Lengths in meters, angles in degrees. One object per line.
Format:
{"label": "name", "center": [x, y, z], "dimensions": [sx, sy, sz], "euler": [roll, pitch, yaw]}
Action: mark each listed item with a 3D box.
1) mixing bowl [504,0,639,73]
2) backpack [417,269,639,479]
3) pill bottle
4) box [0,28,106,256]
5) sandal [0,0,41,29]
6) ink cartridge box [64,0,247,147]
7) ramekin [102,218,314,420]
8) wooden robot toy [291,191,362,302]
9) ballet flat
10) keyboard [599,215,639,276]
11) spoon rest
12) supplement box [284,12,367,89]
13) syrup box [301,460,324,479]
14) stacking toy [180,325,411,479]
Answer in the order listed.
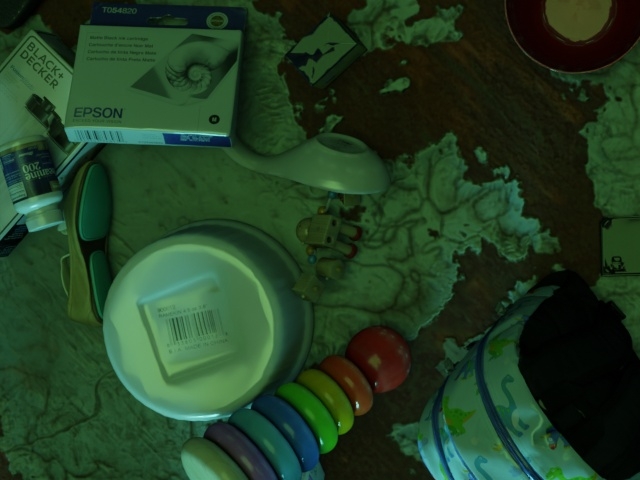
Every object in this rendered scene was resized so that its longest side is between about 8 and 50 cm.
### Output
{"label": "mixing bowl", "center": [0.327, -0.299, 1.661], "dimensions": [0.181, 0.098, 0.181], "euler": [1, 93, 13]}
{"label": "backpack", "center": [0.273, 0.210, 1.568], "dimensions": [0.273, 0.355, 0.290], "euler": [-32, 87, 12]}
{"label": "pill bottle", "center": [-0.383, -0.075, 1.746], "dimensions": [0.067, 0.067, 0.120], "euler": [-17, 90, 12]}
{"label": "box", "center": [-0.421, -0.133, 1.830], "dimensions": [0.169, 0.087, 0.290], "euler": [45, 100, 6]}
{"label": "sandal", "center": [-0.375, -0.398, 1.832], "dimensions": [0.254, 0.054, 0.097], "euler": [-37, 78, 21]}
{"label": "ink cartridge box", "center": [-0.214, -0.232, 1.739], "dimensions": [0.223, 0.045, 0.224], "euler": [2, 65, 3]}
{"label": "ramekin", "center": [-0.157, 0.112, 1.763], "dimensions": [0.277, 0.135, 0.277], "euler": [1, 93, 12]}
{"label": "wooden robot toy", "center": [0.000, 0.000, 1.769], "dimensions": [0.079, 0.076, 0.173], "euler": [5, 74, 49]}
{"label": "ballet flat", "center": [-0.335, 0.006, 1.827], "dimensions": [0.073, 0.080, 0.232], "euler": [-2, 91, 27]}
{"label": "keyboard", "center": [0.452, 0.021, 1.691], "dimensions": [0.180, 0.023, 0.108], "euler": [-1, 86, 13]}
{"label": "spoon rest", "center": [-0.033, -0.116, 1.743], "dimensions": [0.276, 0.137, 0.084], "euler": [26, 117, 24]}
{"label": "supplement box", "center": [0.008, -0.249, 1.736], "dimensions": [0.083, 0.083, 0.056], "euler": [-41, 84, 11]}
{"label": "syrup box", "center": [-0.060, 0.386, 1.715], "dimensions": [0.096, 0.093, 0.237], "euler": [1, 55, 13]}
{"label": "stacking toy", "center": [-0.016, 0.221, 1.694], "dimensions": [0.330, 0.141, 0.141], "euler": [-38, 84, -23]}
